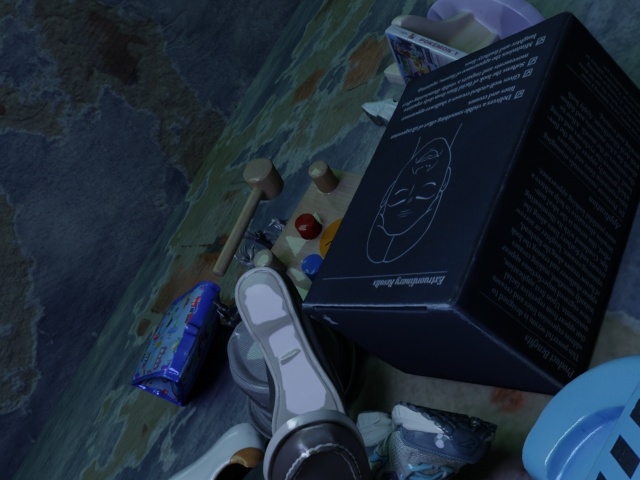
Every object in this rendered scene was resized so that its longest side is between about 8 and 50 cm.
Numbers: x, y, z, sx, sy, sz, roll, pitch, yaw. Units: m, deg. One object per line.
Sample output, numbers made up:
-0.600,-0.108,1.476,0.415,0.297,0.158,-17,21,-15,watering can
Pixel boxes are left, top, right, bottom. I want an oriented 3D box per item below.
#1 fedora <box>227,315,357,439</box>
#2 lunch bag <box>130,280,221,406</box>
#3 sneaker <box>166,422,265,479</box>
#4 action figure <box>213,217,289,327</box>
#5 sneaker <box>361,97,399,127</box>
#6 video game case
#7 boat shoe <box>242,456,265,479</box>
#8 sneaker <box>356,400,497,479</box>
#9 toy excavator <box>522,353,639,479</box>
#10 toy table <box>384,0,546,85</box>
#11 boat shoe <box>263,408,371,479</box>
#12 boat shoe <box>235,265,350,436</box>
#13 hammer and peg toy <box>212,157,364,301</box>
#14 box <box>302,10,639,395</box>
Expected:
-0.069,0.198,1.084,0.243,0.124,0.275,-57,36,-5,fedora
-0.302,0.219,1.427,0.220,0.138,0.293,-68,7,-26,lunch bag
-0.201,0.443,1.092,0.290,0.106,0.123,-50,22,9,sneaker
-0.113,0.040,1.292,0.275,0.141,0.164,-55,11,3,action figure
0.145,-0.295,1.477,0.061,0.054,0.152,-46,30,-1,sneaker
0.199,-0.243,1.052,0.023,0.201,0.183,-44,49,-9,video game case
-0.089,0.416,0.955,0.320,0.103,0.118,-47,6,4,boat shoe
0.110,0.257,0.732,0.283,0.110,0.122,121,163,-67,sneaker
0.217,0.243,0.514,0.432,0.222,0.445,-58,10,-5,toy excavator
0.240,-0.318,1.119,0.161,0.252,0.274,-44,22,-10,toy table
0.004,0.314,0.710,0.096,0.117,0.324,-109,15,-50,boat shoe
-0.023,0.191,0.906,0.112,0.095,0.335,-24,74,15,boat shoe
0.000,0.000,1.088,0.361,0.127,0.265,17,69,34,hammer and peg toy
0.203,-0.036,0.833,0.294,0.212,0.395,-7,51,58,box
